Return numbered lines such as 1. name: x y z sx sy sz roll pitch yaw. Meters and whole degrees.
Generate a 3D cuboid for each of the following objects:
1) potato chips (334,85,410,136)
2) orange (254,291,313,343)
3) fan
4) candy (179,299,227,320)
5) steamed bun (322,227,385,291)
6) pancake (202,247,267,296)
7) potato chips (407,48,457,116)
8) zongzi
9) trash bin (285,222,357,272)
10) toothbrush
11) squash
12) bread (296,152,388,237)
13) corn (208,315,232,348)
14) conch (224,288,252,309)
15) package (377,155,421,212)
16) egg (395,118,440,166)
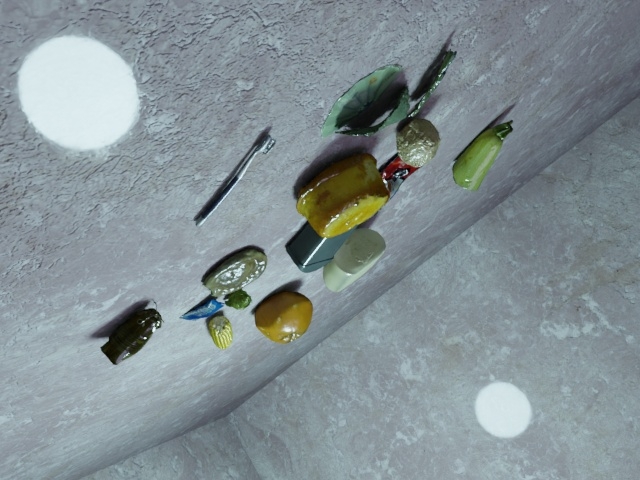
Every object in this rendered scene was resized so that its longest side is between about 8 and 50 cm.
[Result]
1. potato chips: 0.137 -0.287 1.211 0.228 0.059 0.167 -34 -179 -9
2. orange: -0.134 0.308 2.051 0.248 0.183 0.249 -31 164 -10
3. fan: 0.085 -0.312 1.142 0.240 0.009 0.131 -39 160 14
4. candy: -0.377 0.229 1.646 0.136 0.038 0.088 -28 160 8
5. steamed bun: 0.112 0.065 1.922 0.250 0.155 0.200 -32 167 -30
6. pancake: -0.252 0.102 1.538 0.222 0.042 0.236 -22 157 -27
7. potato chips: 0.277 -0.388 1.242 0.092 0.028 0.208 -56 178 -42
8. zongzi: -0.498 0.251 1.434 0.187 0.084 0.184 -41 176 3
9. trash bin: 0.000 0.000 1.650 0.176 0.101 0.236 -11 147 -49
10. toothbrush: -0.188 -0.122 1.100 0.288 0.026 0.024 -44 -158 27
11. squash: 0.595 -0.337 1.889 0.137 0.137 0.288 -18 142 -42
12. bread: 0.059 -0.115 1.383 0.268 0.146 0.268 -29 164 -9
13. corn: -0.365 0.340 1.881 0.081 0.081 0.248 -29 161 -18
14. conch: -0.270 0.201 1.701 0.089 0.074 0.121 16 154 -40
15. package: 0.214 -0.180 1.639 0.269 0.071 0.194 -52 162 10
16. egg: 0.268 -0.271 1.406 0.118 0.116 0.140 -19 131 -29
